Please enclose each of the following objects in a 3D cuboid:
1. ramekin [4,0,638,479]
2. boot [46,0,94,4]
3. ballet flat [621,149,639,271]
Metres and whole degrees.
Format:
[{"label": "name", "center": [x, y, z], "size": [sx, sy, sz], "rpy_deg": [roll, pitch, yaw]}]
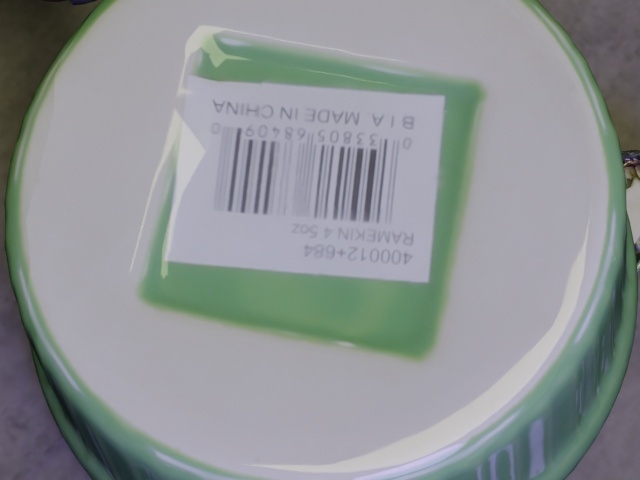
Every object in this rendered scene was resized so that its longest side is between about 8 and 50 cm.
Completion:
[{"label": "ramekin", "center": [0.000, 0.000, 0.884], "size": [0.303, 0.148, 0.303], "rpy_deg": [-1, 72, 4]}, {"label": "boot", "center": [-0.250, -0.171, 0.883], "size": [0.280, 0.096, 0.264], "rpy_deg": [-10, 44, -13]}, {"label": "ballet flat", "center": [0.121, 0.027, 0.978], "size": [0.070, 0.070, 0.188], "rpy_deg": [33, 75, -2]}]
